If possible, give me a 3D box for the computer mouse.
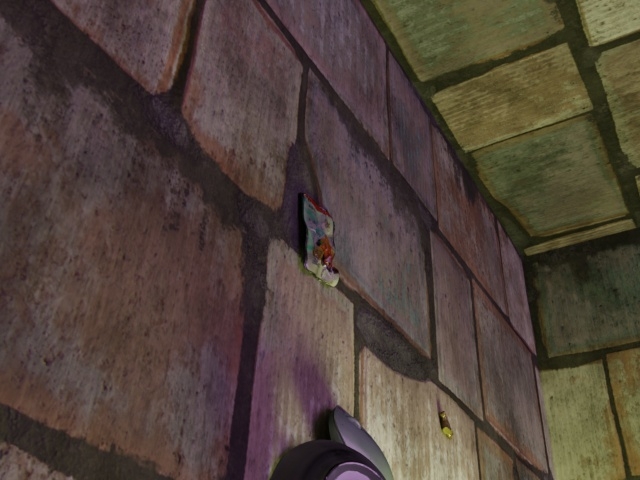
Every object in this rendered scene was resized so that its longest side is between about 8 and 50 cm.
[{"bbox_3d":[0.103,0.504,1.570,0.159,0.097,0.288,-24,95,-82],"label":"computer mouse"}]

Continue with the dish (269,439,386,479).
[{"bbox_3d":[0.052,0.519,1.344,0.316,0.106,0.316,21,45,-23],"label":"dish"}]

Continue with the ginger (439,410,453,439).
[{"bbox_3d":[0.396,0.589,2.217,0.048,0.030,0.097,-132,-154,-86],"label":"ginger"}]

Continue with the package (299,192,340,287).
[{"bbox_3d":[0.000,0.000,1.784,0.166,0.040,0.232,41,39,-47],"label":"package"}]
